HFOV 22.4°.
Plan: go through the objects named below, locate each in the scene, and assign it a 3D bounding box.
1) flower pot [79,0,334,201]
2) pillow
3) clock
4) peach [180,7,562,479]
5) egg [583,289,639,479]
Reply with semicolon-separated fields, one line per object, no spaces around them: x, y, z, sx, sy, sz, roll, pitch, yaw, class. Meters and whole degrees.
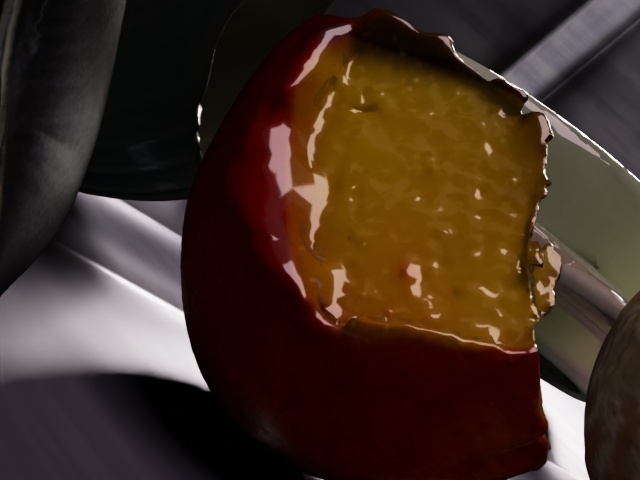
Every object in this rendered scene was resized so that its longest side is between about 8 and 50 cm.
-0.059;-0.110;0.567;0.157;0.189;0.243;40;6;-2;flower pot
-0.074;-0.054;0.398;0.055;0.136;0.091;19;15;11;pillow
0.096;-0.014;0.933;0.265;0.108;0.324;38;-3;-7;clock
0.016;0.016;0.472;0.151;0.118;0.151;42;-20;20;peach
0.216;0.086;0.707;0.245;0.203;0.203;16;21;-46;egg
